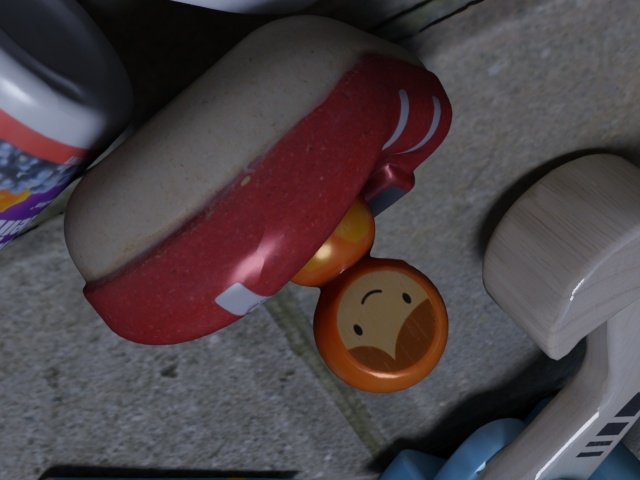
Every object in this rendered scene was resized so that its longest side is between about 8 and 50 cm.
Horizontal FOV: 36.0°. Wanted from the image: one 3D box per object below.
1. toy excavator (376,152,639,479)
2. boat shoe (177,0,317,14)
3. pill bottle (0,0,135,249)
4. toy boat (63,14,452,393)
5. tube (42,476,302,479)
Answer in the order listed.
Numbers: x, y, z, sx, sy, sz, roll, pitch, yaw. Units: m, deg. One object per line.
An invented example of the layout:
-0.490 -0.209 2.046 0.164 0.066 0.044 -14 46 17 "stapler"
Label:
0.183 0.185 0.770 0.433 0.222 0.445 27 105 -41 "toy excavator"
-0.092 -0.162 0.329 0.268 0.096 0.088 19 129 -28 "boat shoe"
-0.180 -0.028 0.414 0.193 0.108 0.108 -40 137 18 "pill bottle"
0.000 0.000 0.435 0.151 0.151 0.231 -37 173 19 "toy boat"
-0.113 0.206 0.745 0.207 0.052 0.080 12 133 -41 "tube"
